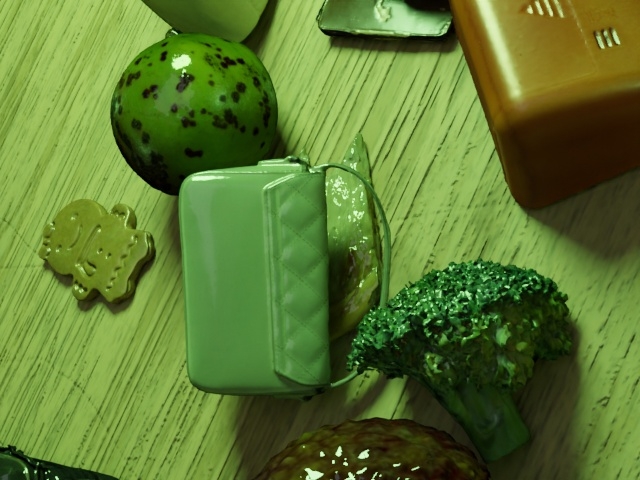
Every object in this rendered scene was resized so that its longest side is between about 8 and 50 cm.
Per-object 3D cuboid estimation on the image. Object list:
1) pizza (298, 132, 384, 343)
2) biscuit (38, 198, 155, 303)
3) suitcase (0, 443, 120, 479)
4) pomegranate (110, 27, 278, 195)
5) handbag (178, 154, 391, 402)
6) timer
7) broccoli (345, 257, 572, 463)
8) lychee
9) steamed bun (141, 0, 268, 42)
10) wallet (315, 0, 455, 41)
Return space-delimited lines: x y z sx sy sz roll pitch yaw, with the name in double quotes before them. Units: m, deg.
"pizza" 0.000 0.000 1.135 0.181 0.034 0.262 8 78 33
"biscuit" -0.288 0.006 1.310 0.184 0.027 0.133 41 97 34
"suitcase" -0.433 0.364 1.173 0.433 0.194 0.283 3 75 33
"pomegranate" -0.129 -0.122 1.186 0.198 0.246 0.198 -31 22 15
"handbag" -0.034 0.040 1.068 0.219 0.079 0.256 -2 91 7
"timer" 0.270 -0.201 1.005 0.249 0.161 0.258 -17 64 8
"broccoli" 0.142 0.116 0.965 0.219 0.194 0.194 -25 59 -5
"lychee" 0.044 0.278 0.892 0.260 0.260 0.261 -10 68 28
"steamed bun" -0.158 -0.376 1.259 0.154 0.200 0.250 -2 70 31
"wallet" 0.082 -0.274 1.187 0.176 0.026 0.095 9 72 31
